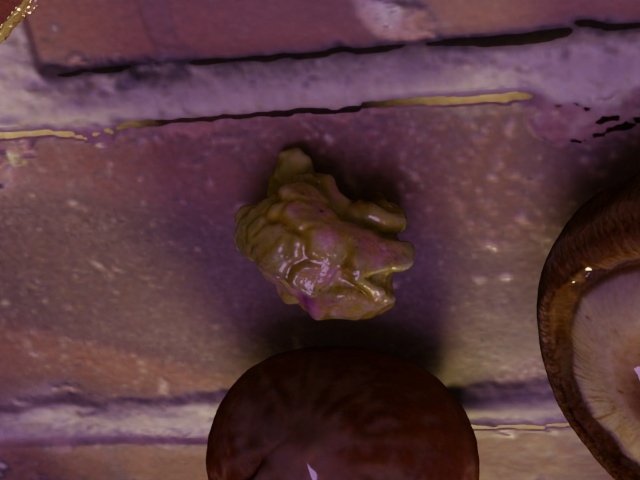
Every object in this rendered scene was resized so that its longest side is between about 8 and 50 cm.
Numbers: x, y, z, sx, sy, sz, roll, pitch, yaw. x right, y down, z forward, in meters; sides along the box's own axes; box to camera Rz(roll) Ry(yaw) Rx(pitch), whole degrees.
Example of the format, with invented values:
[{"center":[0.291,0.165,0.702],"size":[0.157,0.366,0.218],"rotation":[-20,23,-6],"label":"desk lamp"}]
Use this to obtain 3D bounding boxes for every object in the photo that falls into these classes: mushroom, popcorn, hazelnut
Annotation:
[{"center":[0.231,0.059,0.918],"size":[0.194,0.138,0.231],"rotation":[10,122,55],"label":"mushroom"},{"center":[0.001,0.002,0.948],"size":[0.089,0.109,0.097],"rotation":[-56,142,4],"label":"popcorn"},{"center":[0.020,0.144,1.001],"size":[0.182,0.182,0.182],"rotation":[5,125,7],"label":"hazelnut"}]

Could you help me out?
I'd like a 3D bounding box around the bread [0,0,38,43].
[{"center":[-0.170,-0.197,0.854],"size":[0.119,0.067,0.192],"rotation":[-11,122,17],"label":"bread"}]
